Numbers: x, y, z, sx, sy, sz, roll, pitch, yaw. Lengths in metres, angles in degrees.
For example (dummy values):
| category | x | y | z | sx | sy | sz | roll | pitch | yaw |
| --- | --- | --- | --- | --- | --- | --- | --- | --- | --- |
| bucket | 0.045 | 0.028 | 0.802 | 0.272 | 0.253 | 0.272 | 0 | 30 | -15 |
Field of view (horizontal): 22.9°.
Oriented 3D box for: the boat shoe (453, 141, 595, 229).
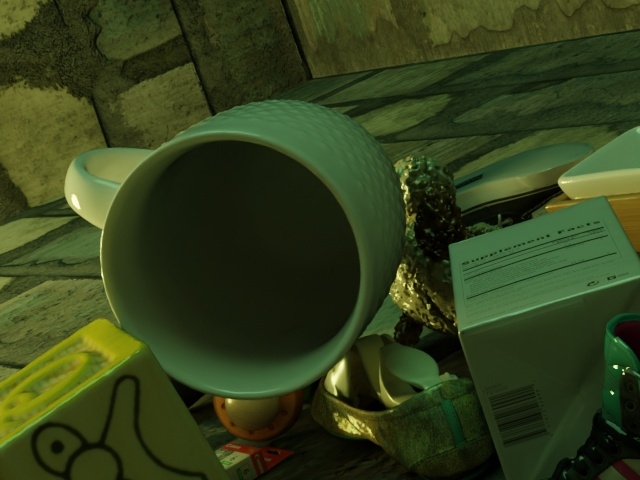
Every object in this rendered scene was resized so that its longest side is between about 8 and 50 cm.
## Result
| category | x | y | z | sx | sy | sz | roll | pitch | yaw |
| --- | --- | --- | --- | --- | --- | --- | --- | --- | --- |
| boat shoe | 0.249 | -0.043 | 2.197 | 0.306 | 0.105 | 0.113 | -22 | 16 | 16 |

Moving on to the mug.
| category | x | y | z | sx | sy | sz | roll | pitch | yaw |
| --- | --- | --- | --- | --- | --- | --- | --- | --- | --- |
| mug | -0.090 | -0.027 | 1.685 | 0.374 | 0.276 | 0.328 | 15 | 18 | 10 |

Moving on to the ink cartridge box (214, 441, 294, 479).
| category | x | y | z | sx | sy | sz | roll | pitch | yaw |
| --- | --- | --- | --- | --- | --- | --- | --- | --- | --- |
| ink cartridge box | -0.091 | 0.239 | 1.695 | 0.115 | 0.029 | 0.063 | -28 | 16 | -31 |

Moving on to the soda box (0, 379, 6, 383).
| category | x | y | z | sx | sy | sz | roll | pitch | yaw |
| --- | --- | --- | --- | --- | --- | --- | --- | --- | --- |
| soda box | -0.438 | 0.243 | 2.100 | 0.061 | 0.058 | 0.181 | -16 | 13 | 12 |

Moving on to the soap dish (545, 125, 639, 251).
| category | x | y | z | sx | sy | sz | roll | pitch | yaw |
| --- | --- | --- | --- | --- | --- | --- | --- | --- | --- |
| soap dish | 0.465 | -0.071 | 1.975 | 0.291 | 0.118 | 0.229 | -6 | 19 | 46 |

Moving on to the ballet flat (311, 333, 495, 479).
| category | x | y | z | sx | sy | sz | roll | pitch | yaw |
| --- | --- | --- | --- | --- | --- | --- | --- | --- | --- |
| ballet flat | 0.072 | 0.154 | 1.627 | 0.123 | 0.123 | 0.348 | -23 | 14 | -16 |

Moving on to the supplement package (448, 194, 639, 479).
| category | x | y | z | sx | sy | sz | roll | pitch | yaw |
| --- | --- | --- | --- | --- | --- | --- | --- | --- | --- |
| supplement package | 0.231 | 0.094 | 1.508 | 0.175 | 0.177 | 0.293 | -18 | 13 | 7 |

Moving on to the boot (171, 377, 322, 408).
| category | x | y | z | sx | sy | sz | roll | pitch | yaw |
| --- | --- | --- | --- | --- | --- | --- | --- | --- | --- |
| boot | -0.111 | 0.159 | 1.923 | 0.207 | 0.094 | 0.246 | -36 | 32 | -18 |

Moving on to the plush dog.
| category | x | y | z | sx | sy | sz | roll | pitch | yaw |
| --- | --- | --- | --- | --- | --- | --- | --- | --- | --- |
| plush dog | 0.165 | 0.043 | 1.806 | 0.210 | 0.262 | 0.225 | -56 | 11 | -8 |

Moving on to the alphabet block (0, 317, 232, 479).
| category | x | y | z | sx | sy | sz | roll | pitch | yaw |
| --- | --- | --- | --- | --- | --- | --- | --- | --- | --- |
| alphabet block | -0.218 | 0.216 | 1.543 | 0.192 | 0.197 | 0.193 | -34 | 17 | -17 |

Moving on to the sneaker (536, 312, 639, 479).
| category | x | y | z | sx | sy | sz | roll | pitch | yaw |
| --- | --- | --- | --- | --- | --- | --- | --- | --- | --- |
| sneaker | 0.236 | 0.153 | 1.264 | 0.295 | 0.178 | 0.124 | -15 | 14 | 16 |

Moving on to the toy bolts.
| category | x | y | z | sx | sy | sz | roll | pitch | yaw |
| --- | --- | --- | --- | --- | --- | --- | --- | --- | --- |
| toy bolts | -0.151 | 0.148 | 1.780 | 0.228 | 0.218 | 0.158 | -25 | -1 | 7 |
